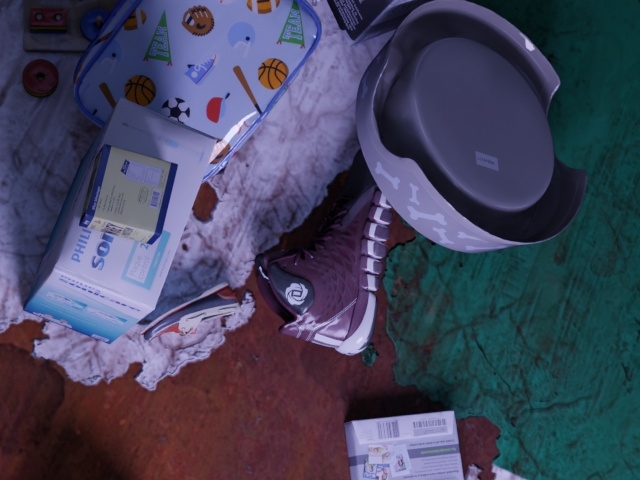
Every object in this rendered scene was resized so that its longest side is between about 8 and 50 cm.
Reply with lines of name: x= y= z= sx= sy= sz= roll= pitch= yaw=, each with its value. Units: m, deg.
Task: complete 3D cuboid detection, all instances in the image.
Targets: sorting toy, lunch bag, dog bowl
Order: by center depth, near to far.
lunch bag: x=-0.157 y=-0.241 z=1.903 sx=0.243 sy=0.115 sz=0.303 roll=37 pitch=98 yaw=-13
sorting toy: x=-0.318 y=-0.322 z=1.963 sx=0.132 sy=0.046 sz=0.274 roll=0 pitch=78 yaw=-11
dog bowl: x=0.194 y=-0.141 z=2.002 sx=0.349 sy=0.102 sz=0.348 roll=18 pitch=59 yaw=-31

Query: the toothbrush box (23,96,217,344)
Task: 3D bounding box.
toothbrush box: x=-0.243 y=-0.015 z=1.793 sx=0.126 sy=0.295 sz=0.216 roll=22 pitch=72 yaw=-11

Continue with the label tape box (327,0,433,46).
label tape box: x=0.082 y=-0.431 z=1.955 sx=0.115 sy=0.348 sz=0.249 roll=-23 pitch=86 yaw=-20

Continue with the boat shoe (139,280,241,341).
boat shoe: x=-0.165 y=0.098 z=1.926 sx=0.137 sy=0.049 sz=0.043 roll=-27 pitch=89 yaw=-25

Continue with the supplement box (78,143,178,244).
supplement box: x=-0.206 y=-0.049 z=1.624 sx=0.083 sy=0.056 sz=0.083 roll=15 pitch=74 yaw=-13

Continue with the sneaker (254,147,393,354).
sneaker: x=0.000 y=0.000 z=1.969 sx=0.162 sy=0.106 sz=0.281 roll=10 pitch=76 yaw=-12

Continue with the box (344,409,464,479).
box: x=0.115 y=0.321 z=1.967 sx=0.145 sy=0.038 sz=0.186 roll=-5 pitch=79 yaw=-17

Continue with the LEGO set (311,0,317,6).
LEGO set: x=-0.128 y=-0.377 z=2.000 sx=0.287 sy=0.132 sz=0.107 roll=13 pitch=55 yaw=-6
